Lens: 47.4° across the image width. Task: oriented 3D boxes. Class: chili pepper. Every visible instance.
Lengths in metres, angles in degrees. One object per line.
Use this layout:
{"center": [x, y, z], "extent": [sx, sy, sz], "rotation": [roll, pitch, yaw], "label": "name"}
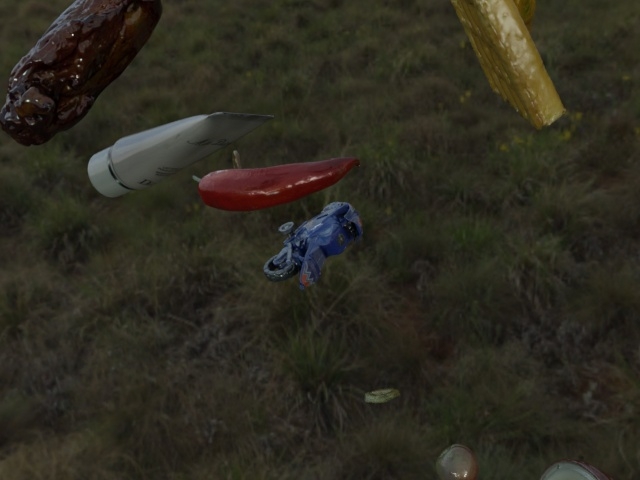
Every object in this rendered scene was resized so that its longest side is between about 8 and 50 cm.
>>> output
{"center": [-0.110, -0.111, 1.464], "extent": [0.368, 0.092, 0.137], "rotation": [-2, 19, 14], "label": "chili pepper"}

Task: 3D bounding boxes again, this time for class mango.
{"center": [0.501, -0.579, 1.823], "extent": [0.075, 0.190, 0.098], "rotation": [-5, 62, 18], "label": "mango"}

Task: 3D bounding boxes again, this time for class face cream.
{"center": [-0.232, -0.148, 1.135], "extent": [0.314, 0.089, 0.143], "rotation": [-18, -5, 31], "label": "face cream"}

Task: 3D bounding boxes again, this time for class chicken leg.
{"center": [-0.263, -0.292, 0.914], "extent": [0.096, 0.407, 0.158], "rotation": [36, -3, -4], "label": "chicken leg"}

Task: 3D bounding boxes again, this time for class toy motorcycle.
{"center": [0.000, 0.000, 1.141], "extent": [0.114, 0.076, 0.205], "rotation": [3, 38, 44], "label": "toy motorcycle"}

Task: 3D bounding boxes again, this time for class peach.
{"center": [0.259, 0.428, 1.374], "extent": [0.083, 0.083, 0.083], "rotation": [-4, 27, 2], "label": "peach"}

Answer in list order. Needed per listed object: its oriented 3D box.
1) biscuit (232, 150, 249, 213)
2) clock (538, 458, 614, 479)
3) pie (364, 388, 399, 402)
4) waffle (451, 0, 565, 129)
{"center": [-0.173, -0.128, 1.592], "extent": [0.018, 0.147, 0.071], "rotation": [-10, -17, -9], "label": "biscuit"}
{"center": [0.509, 0.594, 1.431], "extent": [0.080, 0.319, 0.318], "rotation": [4, 24, -16], "label": "clock"}
{"center": [0.140, 0.355, 1.664], "extent": [0.084, 0.020, 0.084], "rotation": [-9, -1, 0], "label": "pie"}
{"center": [0.266, -0.298, 1.087], "extent": [0.055, 0.221, 0.248], "rotation": [-29, 23, 11], "label": "waffle"}
